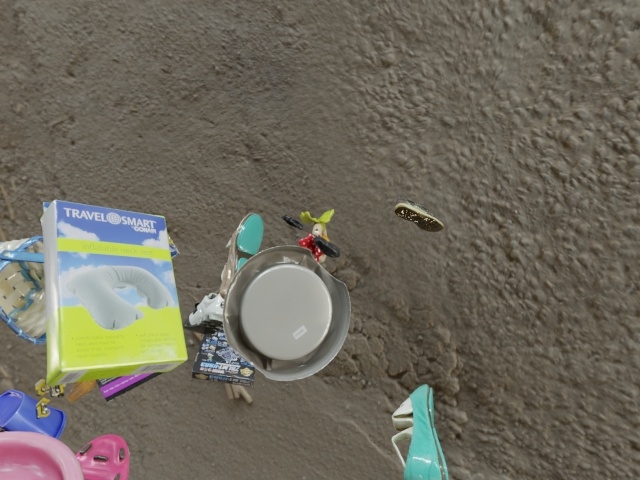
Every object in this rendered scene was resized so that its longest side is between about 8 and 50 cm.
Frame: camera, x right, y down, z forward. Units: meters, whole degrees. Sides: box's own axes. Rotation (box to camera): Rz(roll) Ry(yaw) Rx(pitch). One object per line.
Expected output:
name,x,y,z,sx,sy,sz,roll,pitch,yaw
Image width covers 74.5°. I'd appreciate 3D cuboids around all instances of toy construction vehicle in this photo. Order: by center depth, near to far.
toy construction vehicle,-0.696,0.394,1.086,0.086,0.035,0.098,-43,55,7

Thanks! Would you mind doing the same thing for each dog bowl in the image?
dog bowl,-0.095,0.189,1.131,0.349,0.102,0.348,2,85,-21

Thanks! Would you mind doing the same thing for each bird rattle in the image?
bird rattle,0.000,0.000,1.676,0.143,0.253,0.207,-9,141,8

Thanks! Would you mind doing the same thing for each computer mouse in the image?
computer mouse,-0.034,-0.009,1.426,0.242,0.071,0.041,35,103,-9

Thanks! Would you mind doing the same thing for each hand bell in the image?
hand bell,-0.482,0.268,0.976,0.126,0.242,0.126,31,156,16

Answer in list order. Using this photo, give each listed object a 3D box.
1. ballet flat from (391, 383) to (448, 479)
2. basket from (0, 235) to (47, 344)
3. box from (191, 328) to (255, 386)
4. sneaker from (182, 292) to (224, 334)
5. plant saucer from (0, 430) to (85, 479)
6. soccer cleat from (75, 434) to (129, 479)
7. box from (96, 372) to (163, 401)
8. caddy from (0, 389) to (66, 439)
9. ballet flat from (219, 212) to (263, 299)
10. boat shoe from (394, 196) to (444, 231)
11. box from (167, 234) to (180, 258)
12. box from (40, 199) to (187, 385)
ballet flat,0.175,0.349,0.778,0.087,0.247,0.083,-3,106,9
basket,-0.637,0.112,0.963,0.289,0.201,0.254,11,135,15
box,-0.456,0.563,2.090,0.296,0.293,0.073,9,131,-6
sneaker,-0.459,0.298,1.729,0.122,0.146,0.331,27,145,-33
plant saucer,-0.425,0.363,0.446,0.332,0.332,0.084,5,116,18
soccer cleat,-0.414,0.514,0.717,0.116,0.331,0.143,8,129,-11
box,-0.327,0.162,0.689,0.116,0.029,0.162,-26,94,-9
caddy,-0.852,0.562,1.167,0.341,0.241,0.179,-11,127,41
ballet flat,-0.272,0.053,1.388,0.106,0.316,0.107,-14,144,37
boat shoe,0.254,-0.068,1.067,0.152,0.049,0.056,25,144,-27
box,-0.748,0.010,2.042,0.054,0.059,0.169,-33,94,-17
box,-0.195,0.036,0.396,0.042,0.109,0.178,-36,61,33
